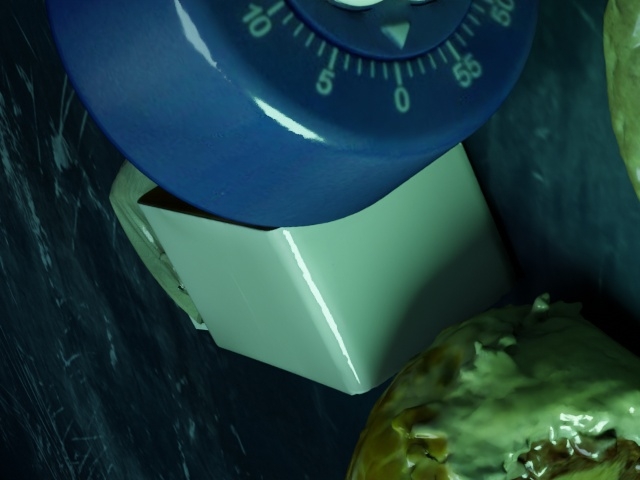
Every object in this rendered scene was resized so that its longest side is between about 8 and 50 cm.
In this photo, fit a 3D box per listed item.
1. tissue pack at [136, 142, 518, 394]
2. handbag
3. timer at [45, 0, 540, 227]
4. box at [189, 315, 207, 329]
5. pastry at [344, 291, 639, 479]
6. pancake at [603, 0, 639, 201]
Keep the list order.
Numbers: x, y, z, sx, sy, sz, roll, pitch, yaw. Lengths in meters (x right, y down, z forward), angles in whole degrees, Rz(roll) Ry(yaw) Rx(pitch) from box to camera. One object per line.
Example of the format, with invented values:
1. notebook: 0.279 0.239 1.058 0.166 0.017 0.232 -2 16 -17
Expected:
1. tissue pack: 0.001 -0.001 1.313 0.246 0.159 0.136 12 131 60
2. handbag: -0.108 -0.027 1.569 0.270 0.117 0.182 127 123 -67
3. timer: 0.053 -0.170 0.897 0.383 0.270 0.270 -20 101 57
4. box: -0.127 0.014 1.763 0.154 0.040 0.084 62 159 -13
5. pastry: 0.105 0.150 1.206 0.170 0.237 0.256 60 162 26
6. pancake: 0.221 -0.055 0.899 0.242 0.050 0.242 55 156 39
